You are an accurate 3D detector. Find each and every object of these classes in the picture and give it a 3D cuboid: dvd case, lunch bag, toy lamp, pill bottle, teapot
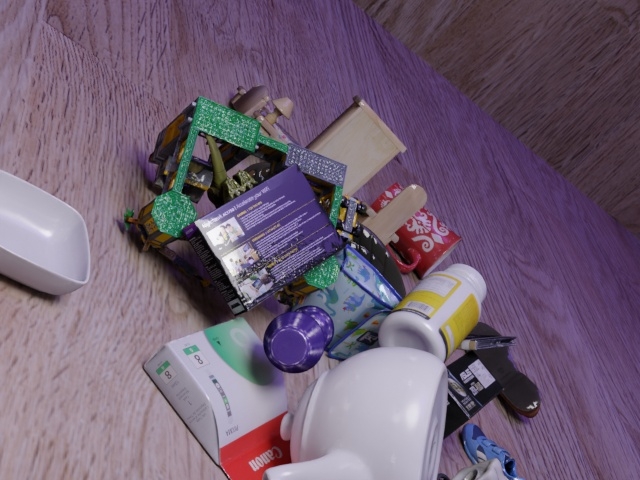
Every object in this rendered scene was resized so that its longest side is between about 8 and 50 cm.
[{"bbox_3d":[0.173,0.155,1.659,0.164,0.221,0.018,5,85,-59],"label":"dvd case"},{"bbox_3d":[0.047,0.107,1.579,0.151,0.129,0.096,41,26,-16],"label":"lunch bag"},{"bbox_3d":[-0.027,0.127,1.382,0.080,0.080,0.275,48,1,4],"label":"toy lamp"},{"bbox_3d":[0.167,0.107,1.518,0.103,0.103,0.184,47,43,3],"label":"pill bottle"},{"bbox_3d":[0.046,0.236,1.275,0.256,0.187,0.252,75,26,-57],"label":"teapot"}]

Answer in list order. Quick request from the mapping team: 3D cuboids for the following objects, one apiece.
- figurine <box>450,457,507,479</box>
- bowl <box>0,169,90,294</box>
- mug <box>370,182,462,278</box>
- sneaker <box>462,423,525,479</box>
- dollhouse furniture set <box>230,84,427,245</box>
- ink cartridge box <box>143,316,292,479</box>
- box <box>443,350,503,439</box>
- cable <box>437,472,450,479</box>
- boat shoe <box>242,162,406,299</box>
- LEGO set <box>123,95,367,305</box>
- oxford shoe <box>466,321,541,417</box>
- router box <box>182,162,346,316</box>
[{"bbox_3d":[0.234,0.418,1.372,0.209,0.092,0.215,54,31,-4],"label":"figurine"},{"bbox_3d":[-0.331,-0.002,1.195,0.142,0.053,0.142,29,27,-34],"label":"bowl"},{"bbox_3d":[0.172,-0.021,2.054,0.169,0.113,0.150,46,20,9],"label":"mug"},{"bbox_3d":[0.273,0.342,1.671,0.053,0.059,0.144,18,34,-46],"label":"sneaker"},{"bbox_3d":[0.018,-0.172,1.877,0.303,0.174,0.355,46,5,-21],"label":"dollhouse furniture set"},{"bbox_3d":[-0.086,0.204,1.279,0.224,0.056,0.181,49,22,12],"label":"ink cartridge box"},{"bbox_3d":[0.165,0.245,1.528,0.077,0.147,0.180,51,23,11],"label":"box"},{"bbox_3d":[0.189,0.398,1.457,0.184,0.047,0.150,49,27,1],"label":"cable"},{"bbox_3d":[0.000,0.000,1.686,0.324,0.122,0.120,44,-6,0],"label":"boat shoe"},{"bbox_3d":[-0.124,-0.043,1.508,0.331,0.192,0.255,13,71,-26],"label":"LEGO set"},{"bbox_3d":[0.330,0.243,1.960,0.212,0.076,0.076,58,-5,33],"label":"oxford shoe"},{"bbox_3d":[-0.070,-0.003,1.386,0.179,0.046,0.133,-32,93,-31],"label":"router box"}]
